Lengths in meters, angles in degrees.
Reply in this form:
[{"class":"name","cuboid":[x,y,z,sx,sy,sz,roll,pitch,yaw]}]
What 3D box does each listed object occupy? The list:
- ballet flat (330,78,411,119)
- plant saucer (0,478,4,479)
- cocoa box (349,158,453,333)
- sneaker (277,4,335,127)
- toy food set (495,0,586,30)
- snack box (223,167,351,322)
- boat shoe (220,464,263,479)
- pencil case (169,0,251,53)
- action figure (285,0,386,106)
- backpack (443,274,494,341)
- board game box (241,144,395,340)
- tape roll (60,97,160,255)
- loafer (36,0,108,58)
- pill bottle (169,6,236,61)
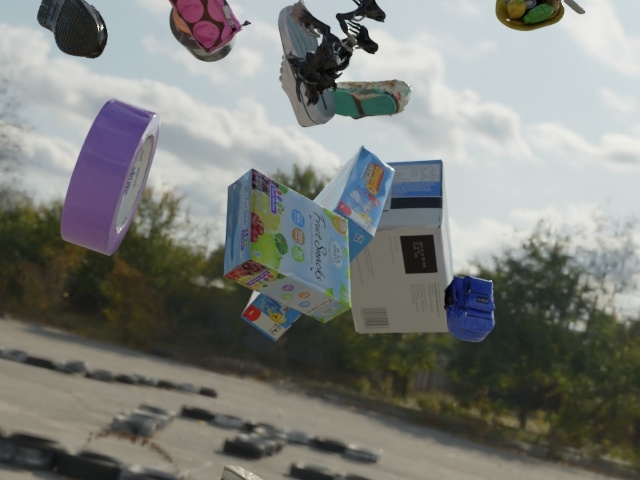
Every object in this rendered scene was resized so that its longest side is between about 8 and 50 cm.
[{"class":"ballet flat","cuboid":[0.100,-0.309,2.099,0.241,0.077,0.091,12,-45,42]},{"class":"plant saucer","cuboid":[-0.563,0.396,1.498,0.278,0.041,0.278,12,-36,9]},{"class":"cocoa box","cuboid":[0.179,0.017,2.217,0.231,0.228,0.347,-2,-45,11]},{"class":"sneaker","cuboid":[-0.051,-0.359,2.039,0.091,0.258,0.094,-17,-4,41]},{"class":"toy food set","cuboid":[0.523,-0.578,2.328,0.218,0.128,0.071,-20,-31,-18]},{"class":"snack box","cuboid":[-0.048,0.009,1.512,0.207,0.174,0.070,28,-45,-36]},{"class":"boat shoe","cuboid":[-0.107,0.565,1.997,0.285,0.092,0.103,28,4,33]},{"class":"pencil case","cuboid":[-0.219,-0.433,1.694,0.209,0.095,0.098,52,-17,-18]},{"class":"action figure","cuboid":[0.004,-0.359,1.817,0.141,0.275,0.164,29,-43,18]},{"class":"backpack","cuboid":[0.304,0.138,1.974,0.098,0.120,0.101,10,-30,-8]},{"class":"board game box","cuboid":[0.000,0.000,1.880,0.086,0.302,0.308,38,29,-8]},{"class":"tape roll","cuboid":[-0.378,-0.115,1.770,0.090,0.274,0.275,19,-7,-2]},{"class":"loafer","cuboid":[-0.356,-0.325,1.458,0.078,0.080,0.220,14,20,-37]},{"class":"pill bottle","cuboid":[-0.268,-0.487,2.206,0.130,0.130,0.246,13,1,2]}]
